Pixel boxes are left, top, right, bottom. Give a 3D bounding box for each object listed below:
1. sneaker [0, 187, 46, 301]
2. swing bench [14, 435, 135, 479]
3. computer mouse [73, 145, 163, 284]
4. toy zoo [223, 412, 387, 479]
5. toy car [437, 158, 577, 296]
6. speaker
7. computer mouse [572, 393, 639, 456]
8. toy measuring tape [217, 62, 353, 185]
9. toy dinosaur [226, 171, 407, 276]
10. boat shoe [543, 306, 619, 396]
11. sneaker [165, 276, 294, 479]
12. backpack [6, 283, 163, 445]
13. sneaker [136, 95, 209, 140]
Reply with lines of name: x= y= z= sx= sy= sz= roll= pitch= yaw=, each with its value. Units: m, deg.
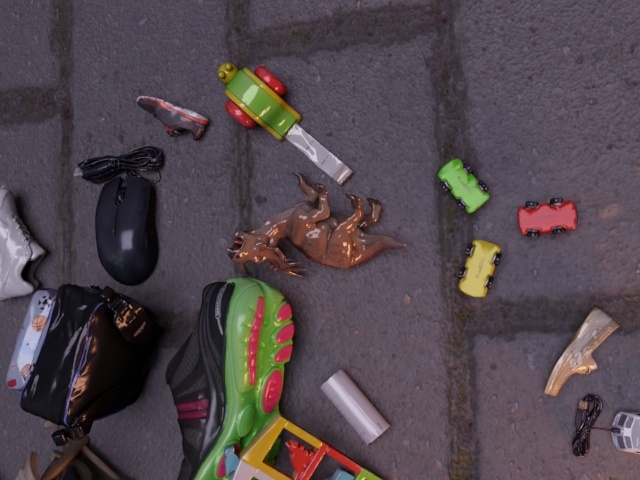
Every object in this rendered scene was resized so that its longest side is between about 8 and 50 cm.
sneaker: x=-0.617 y=0.005 z=1.581 sx=0.115 sy=0.090 sz=0.232 roll=-5 pitch=93 yaw=8
swing bench: x=-0.511 y=0.523 z=1.412 sx=0.165 sy=0.254 sz=0.253 roll=35 pitch=94 yaw=15
computer mouse: x=-0.397 y=-0.048 z=1.525 sx=0.188 sy=0.072 sz=0.273 roll=-8 pitch=83 yaw=13
toy zoo: x=-0.041 y=0.430 z=1.325 sx=0.293 sy=0.030 sz=0.192 roll=35 pitch=83 yaw=-14
toy car: x=0.293 y=-0.047 z=1.352 sx=0.239 sy=0.053 sz=0.225 roll=-39 pitch=77 yaw=8
speaker: x=0.061 y=0.297 z=1.383 sx=0.055 sy=0.055 sz=0.136 roll=-44 pitch=76 yaw=8
computer mouse: x=0.518 y=0.318 z=1.269 sx=0.192 sy=0.042 sz=0.106 roll=6 pitch=82 yaw=21
toy measuring tape: x=-0.078 y=-0.226 z=1.434 sx=0.330 sy=0.121 sz=0.121 roll=43 pitch=97 yaw=14
toy dinosaur: x=0.000 y=0.000 z=1.396 sx=0.295 sy=0.127 sz=0.201 roll=19 pitch=98 yaw=3
boat shoe: x=0.436 y=0.194 z=1.288 sx=0.059 sy=0.063 sz=0.170 roll=33 pitch=93 yaw=21
sneaker: x=-0.182 y=0.299 z=1.412 sx=0.202 sy=0.185 sz=0.483 roll=17 pitch=93 yaw=44
backpack: x=-0.420 y=0.207 z=1.413 sx=0.213 sy=0.263 sz=0.277 roll=20 pitch=86 yaw=21
sneaker: x=-0.300 y=-0.240 z=1.524 sx=0.157 sy=0.061 sz=0.065 roll=22 pitch=97 yaw=16
